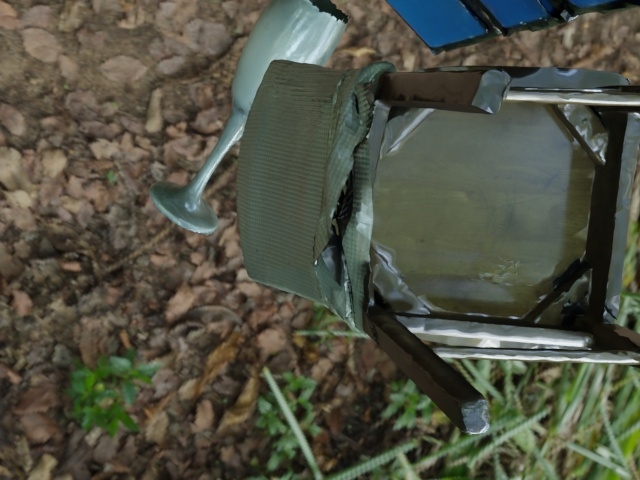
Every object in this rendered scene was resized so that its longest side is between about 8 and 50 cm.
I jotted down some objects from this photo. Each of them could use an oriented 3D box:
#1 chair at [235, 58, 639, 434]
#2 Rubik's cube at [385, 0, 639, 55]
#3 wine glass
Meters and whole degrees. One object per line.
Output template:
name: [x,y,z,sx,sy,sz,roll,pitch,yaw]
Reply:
chair: [0.075,-0.017,0.488,0.186,0.319,0.160,1,98,-16]
Rubik's cube: [0.114,-0.307,0.485,0.288,0.283,0.293,44,79,-16]
wine glass: [-0.090,-0.195,1.139,0.096,0.264,0.310,29,113,-18]
